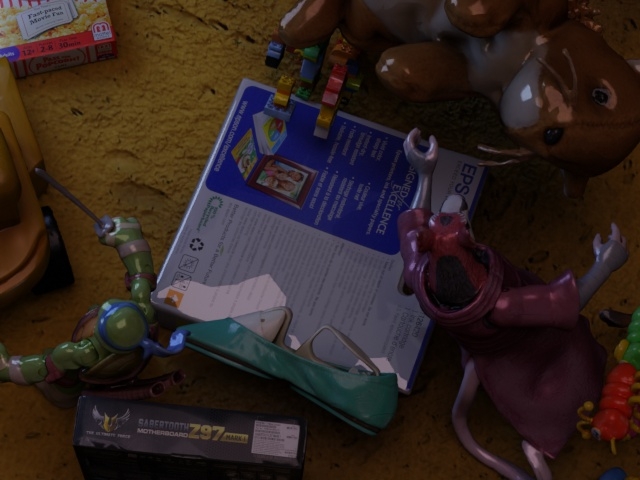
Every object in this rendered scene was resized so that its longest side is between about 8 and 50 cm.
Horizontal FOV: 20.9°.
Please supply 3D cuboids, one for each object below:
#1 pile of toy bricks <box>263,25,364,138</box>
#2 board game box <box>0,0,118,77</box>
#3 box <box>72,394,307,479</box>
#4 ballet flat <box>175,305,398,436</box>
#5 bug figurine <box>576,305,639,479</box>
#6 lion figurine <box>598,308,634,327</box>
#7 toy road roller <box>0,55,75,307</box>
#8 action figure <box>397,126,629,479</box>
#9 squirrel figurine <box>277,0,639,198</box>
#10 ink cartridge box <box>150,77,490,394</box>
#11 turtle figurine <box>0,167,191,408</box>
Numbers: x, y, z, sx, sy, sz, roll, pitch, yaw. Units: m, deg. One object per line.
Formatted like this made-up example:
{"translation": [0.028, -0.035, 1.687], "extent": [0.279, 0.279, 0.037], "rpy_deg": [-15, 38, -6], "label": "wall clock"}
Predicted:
{"translation": [-0.002, -0.220, 1.985], "extent": [0.118, 0.105, 0.212], "rpy_deg": [18, 36, 3], "label": "pile of toy bricks"}
{"translation": [-0.334, -0.296, 2.074], "extent": [0.147, 0.045, 0.193], "rpy_deg": [-13, 68, -8], "label": "board game box"}
{"translation": [-0.132, 0.221, 1.793], "extent": [0.233, 0.183, 0.059], "rpy_deg": [6, 67, 1], "label": "box"}
{"translation": [-0.028, 0.119, 1.838], "extent": [0.247, 0.083, 0.087], "rpy_deg": [25, 90, 3], "label": "ballet flat"}
{"translation": [0.318, 0.185, 1.800], "extent": [0.072, 0.279, 0.216], "rpy_deg": [14, 52, 17], "label": "bug figurine"}
{"translation": [0.527, 0.100, 1.903], "extent": [0.392, 0.142, 0.240], "rpy_deg": [30, 62, 14], "label": "lion figurine"}
{"translation": [-0.400, -0.075, 1.873], "extent": [0.202, 0.240, 0.329], "rpy_deg": [-18, 69, -10], "label": "toy road roller"}
{"translation": [0.155, 0.067, 1.773], "extent": [0.248, 0.370, 0.275], "rpy_deg": [27, 84, 31], "label": "action figure"}
{"translation": [0.215, -0.233, 1.876], "extent": [0.370, 0.397, 0.281], "rpy_deg": [41, 114, 11], "label": "squirrel figurine"}
{"translation": [0.000, 0.000, 1.958], "extent": [0.307, 0.072, 0.303], "rpy_deg": [20, 67, 3], "label": "ink cartridge box"}
{"translation": [-0.264, 0.065, 1.797], "extent": [0.275, 0.266, 0.198], "rpy_deg": [15, 72, -5], "label": "turtle figurine"}
